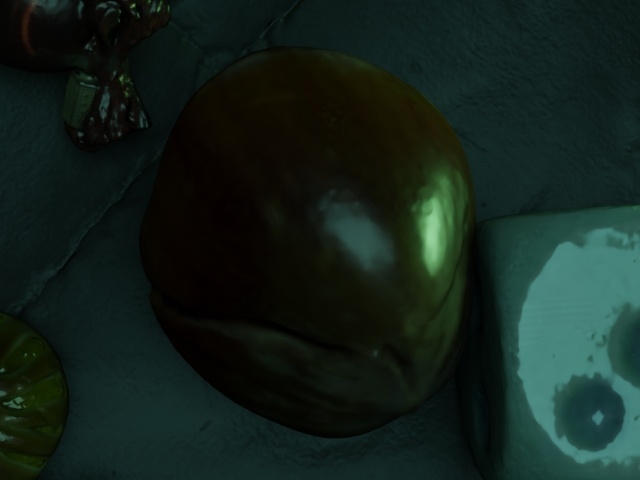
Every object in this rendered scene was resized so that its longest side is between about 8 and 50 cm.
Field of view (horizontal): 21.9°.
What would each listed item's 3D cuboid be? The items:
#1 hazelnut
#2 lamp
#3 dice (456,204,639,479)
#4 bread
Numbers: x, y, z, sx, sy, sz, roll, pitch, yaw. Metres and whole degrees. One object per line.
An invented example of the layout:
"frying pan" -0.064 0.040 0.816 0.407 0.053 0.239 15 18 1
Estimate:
"hazelnut" 0.000 0.000 1.533 0.315 0.372 0.372 -21 88 -19
"lamp" -0.265 -0.213 1.614 0.151 0.215 0.223 -21 52 -37
"dice" 0.278 0.104 1.593 0.268 0.264 0.263 -2 86 -7
"bread" -0.348 0.163 1.587 0.213 0.105 0.213 -1 72 2
